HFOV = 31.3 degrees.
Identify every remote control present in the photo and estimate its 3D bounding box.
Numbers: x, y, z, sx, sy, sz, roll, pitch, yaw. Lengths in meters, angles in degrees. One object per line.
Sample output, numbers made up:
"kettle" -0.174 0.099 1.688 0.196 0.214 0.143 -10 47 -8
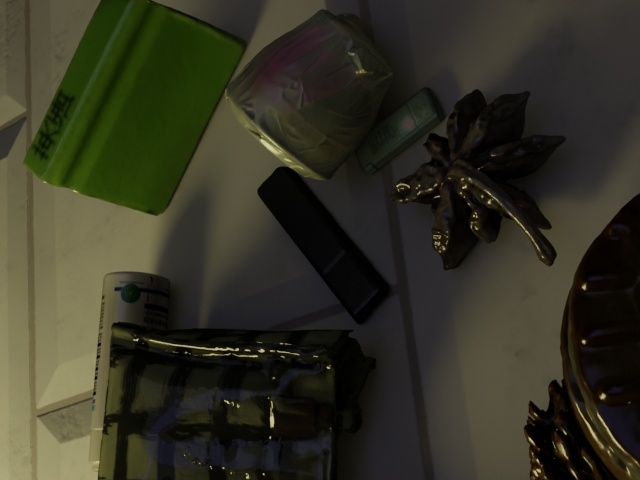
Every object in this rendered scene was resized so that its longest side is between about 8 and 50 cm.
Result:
"remote control" 0.000 0.000 1.390 0.063 0.025 0.245 -49 52 13
"remote control" 0.091 -0.129 1.356 0.124 0.018 0.053 -37 55 26

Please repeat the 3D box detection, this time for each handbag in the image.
"handbag" -0.111 0.262 1.324 0.327 0.162 0.325 -1 80 31

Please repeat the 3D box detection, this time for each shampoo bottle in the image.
"shampoo bottle" -0.252 0.196 1.496 0.092 0.092 0.303 -10 70 38

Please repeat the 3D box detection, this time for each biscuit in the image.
"biscuit" 0.359 0.084 0.932 0.332 0.103 0.332 -4 61 6

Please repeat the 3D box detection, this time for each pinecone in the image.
"pinecone" 0.264 0.190 1.028 0.174 0.174 0.173 -13 69 37

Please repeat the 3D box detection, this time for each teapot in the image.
"teapot" 0.005 -0.180 1.367 0.163 0.221 0.178 45 100 6

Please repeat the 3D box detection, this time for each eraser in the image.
"eraser" -0.247 -0.186 1.530 0.092 0.210 0.274 35 102 41

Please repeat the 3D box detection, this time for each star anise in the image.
"star anise" 0.172 -0.063 1.223 0.231 0.089 0.209 21 99 53
